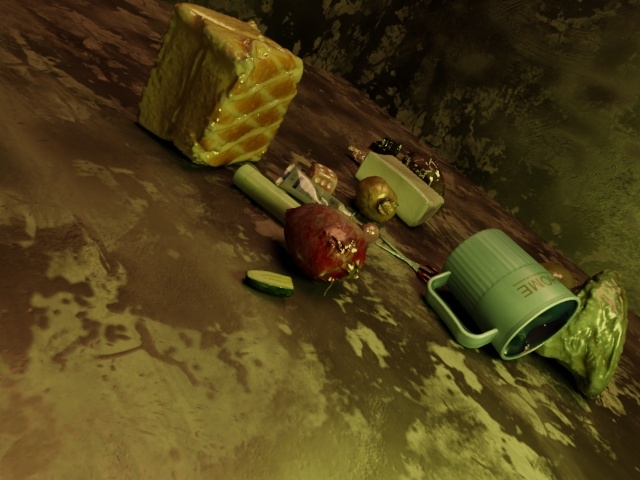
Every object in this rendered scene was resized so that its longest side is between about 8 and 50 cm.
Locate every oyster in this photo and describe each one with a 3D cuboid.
[{"bbox_3d":[0.212,-0.385,2.143,0.191,0.081,0.163,23,32,-14],"label":"oyster"}]

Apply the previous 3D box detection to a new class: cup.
[{"bbox_3d":[0.516,0.169,1.356,0.257,0.331,0.311,44,10,-49],"label":"cup"}]

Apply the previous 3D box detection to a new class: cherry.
[{"bbox_3d":[0.000,0.000,1.118,0.249,0.175,0.192,43,38,23],"label":"cherry"}]

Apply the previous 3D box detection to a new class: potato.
[{"bbox_3d":[0.998,0.178,2.000,0.235,0.160,0.178,3,-1,-26],"label":"potato"}]

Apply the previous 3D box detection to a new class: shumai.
[{"bbox_3d":[0.775,0.268,1.465,0.323,0.398,0.324,11,-4,23],"label":"shumai"}]

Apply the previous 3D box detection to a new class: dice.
[{"bbox_3d":[-0.003,-0.199,1.545,0.093,0.094,0.091,22,24,-22],"label":"dice"}]

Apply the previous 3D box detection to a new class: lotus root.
[{"bbox_3d":[0.199,-0.150,1.648,0.154,0.140,0.257,56,9,-24],"label":"lotus root"}]

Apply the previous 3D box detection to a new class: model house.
[{"bbox_3d":[0.329,-0.489,2.396,0.152,0.165,0.106,19,46,-26],"label":"model house"}]

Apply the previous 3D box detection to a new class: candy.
[{"bbox_3d":[0.329,-0.217,1.908,0.359,0.145,0.208,46,27,22],"label":"candy"}]

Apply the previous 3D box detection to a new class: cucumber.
[{"bbox_3d":[-0.112,0.093,0.978,0.107,0.035,0.067,16,20,-18],"label":"cucumber"}]

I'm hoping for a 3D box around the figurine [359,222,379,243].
[{"bbox_3d":[0.155,-0.024,1.456,0.083,0.071,0.067,-1,83,-39],"label":"figurine"}]

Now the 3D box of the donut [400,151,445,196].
[{"bbox_3d":[0.446,-0.273,2.054,0.103,0.270,0.270,-31,60,-19],"label":"donut"}]

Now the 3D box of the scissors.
[{"bbox_3d":[0.289,0.067,1.518,0.247,0.017,0.144,35,25,7],"label":"scissors"}]

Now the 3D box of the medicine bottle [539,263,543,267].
[{"bbox_3d":[0.776,0.159,1.748,0.105,0.168,0.105,27,26,-14],"label":"medicine bottle"}]

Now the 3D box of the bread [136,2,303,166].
[{"bbox_3d":[-0.271,-0.429,1.312,0.279,0.371,0.390,40,25,11],"label":"bread"}]

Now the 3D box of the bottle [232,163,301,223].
[{"bbox_3d":[-0.149,-0.128,1.275,0.201,0.072,0.072,39,26,9],"label":"bottle"}]

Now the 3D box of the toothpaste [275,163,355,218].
[{"bbox_3d":[-0.012,-0.139,1.462,0.266,0.061,0.096,35,66,2],"label":"toothpaste"}]
